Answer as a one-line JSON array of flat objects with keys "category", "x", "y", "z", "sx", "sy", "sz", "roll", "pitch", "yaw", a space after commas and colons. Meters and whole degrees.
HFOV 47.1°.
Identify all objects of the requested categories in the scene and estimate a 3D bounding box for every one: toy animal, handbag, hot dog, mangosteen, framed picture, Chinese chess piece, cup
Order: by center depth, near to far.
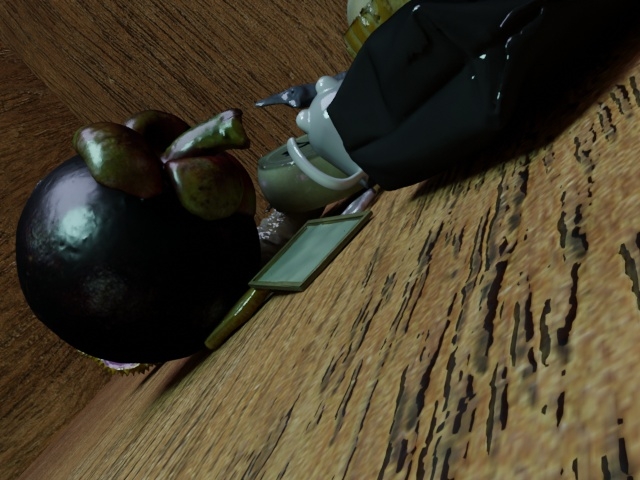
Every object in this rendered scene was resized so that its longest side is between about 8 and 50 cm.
[{"category": "handbag", "x": 0.173, "y": -0.189, "z": 0.689, "sx": 0.288, "sy": 0.152, "sz": 0.342, "roll": -33, "pitch": 4, "yaw": -14}, {"category": "framed picture", "x": -0.019, "y": 0.015, "z": 0.986, "sx": 0.136, "sy": 0.010, "sz": 0.201, "roll": -46, "pitch": 16, "yaw": -19}, {"category": "hot dog", "x": -0.119, "y": 0.108, "z": 1.072, "sx": 0.137, "sy": 0.028, "sz": 0.044, "roll": -46, "pitch": 6, "yaw": 1}, {"category": "cup", "x": 0.037, "y": -0.153, "z": 1.081, "sx": 0.173, "sy": 0.142, "sz": 0.134, "roll": -56, "pitch": -11, "yaw": -4}, {"category": "mangosteen", "x": -0.259, "y": -0.011, "z": 1.136, "sx": 0.435, "sy": 0.382, "sz": 0.382, "roll": -51, "pitch": 0, "yaw": 40}, {"category": "toy animal", "x": 0.087, "y": -0.245, "z": 1.233, "sx": 0.206, "sy": 0.081, "sz": 0.367, "roll": 5, "pitch": 14, "yaw": 39}, {"category": "Chinese chess piece", "x": -0.002, "y": -0.130, "z": 1.276, "sx": 0.238, "sy": 0.092, "sz": 0.238, "roll": -20, "pitch": 19, "yaw": 7}]

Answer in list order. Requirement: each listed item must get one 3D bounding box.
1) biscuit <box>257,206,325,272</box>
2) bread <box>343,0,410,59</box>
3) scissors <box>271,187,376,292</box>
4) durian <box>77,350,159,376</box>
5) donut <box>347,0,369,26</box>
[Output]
[{"category": "biscuit", "x": -0.070, "y": -0.016, "z": 1.371, "sx": 0.281, "sy": 0.084, "sz": 0.179, "roll": -50, "pitch": 12, "yaw": -27}, {"category": "bread", "x": 0.163, "y": -0.358, "z": 1.373, "sx": 0.111, "sy": 0.246, "sz": 0.239, "roll": -43, "pitch": 6, "yaw": -13}, {"category": "scissors", "x": 0.000, "y": 0.000, "z": 1.062, "sx": 0.212, "sy": 0.021, "sz": 0.110, "roll": -42, "pitch": 4, "yaw": 11}, {"category": "durian", "x": -0.374, "y": 0.208, "z": 1.669, "sx": 0.260, "sy": 0.154, "sz": 0.186, "roll": -50, "pitch": -16, "yaw": -4}, {"category": "donut", "x": 0.245, "y": -0.498, "z": 1.574, "sx": 0.382, "sy": 0.142, "sz": 0.382, "roll": -11, "pitch": -24, "yaw": -5}]
